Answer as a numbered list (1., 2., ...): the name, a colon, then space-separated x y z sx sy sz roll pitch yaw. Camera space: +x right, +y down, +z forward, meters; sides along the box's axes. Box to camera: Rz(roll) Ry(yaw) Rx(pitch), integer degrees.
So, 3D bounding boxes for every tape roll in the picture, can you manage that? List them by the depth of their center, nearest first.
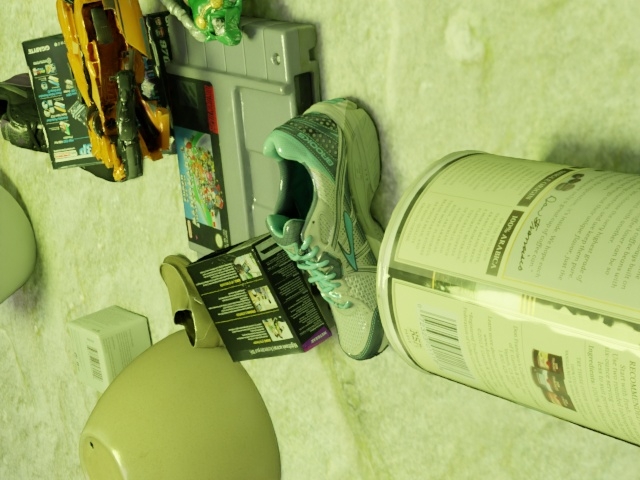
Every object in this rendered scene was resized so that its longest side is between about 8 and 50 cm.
1. tape roll: -0.623 0.022 1.846 0.246 0.169 0.246 10 119 18

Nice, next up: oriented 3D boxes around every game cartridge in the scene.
1. game cartridge: -0.085 -0.082 1.288 0.230 0.068 0.355 16 119 42

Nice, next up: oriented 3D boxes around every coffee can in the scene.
1. coffee can: 0.208 0.042 0.856 0.275 0.201 0.201 15 118 48

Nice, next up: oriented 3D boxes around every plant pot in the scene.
1. plant pot: -0.217 0.286 1.523 0.284 0.191 0.284 26 125 43

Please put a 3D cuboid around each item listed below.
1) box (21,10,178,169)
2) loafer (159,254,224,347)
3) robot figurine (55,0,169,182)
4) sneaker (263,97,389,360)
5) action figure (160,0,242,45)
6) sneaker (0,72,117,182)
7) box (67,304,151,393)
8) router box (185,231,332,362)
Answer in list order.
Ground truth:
1. box: -0.270 -0.188 1.414 0.220 0.051 0.175 -5 104 32
2. loafer: -0.180 0.084 1.491 0.148 0.050 0.056 54 141 19
3. robot figurine: -0.241 -0.211 1.273 0.211 0.085 0.291 -149 46 -62
4. sneaker: 0.000 0.000 1.164 0.110 0.122 0.283 5 111 50
5. action figure: -0.146 -0.292 1.213 0.137 0.063 0.232 -52 58 26
6. sneaker: -0.380 -0.148 1.568 0.283 0.124 0.107 35 132 37
7. box: -0.315 0.165 1.671 0.102 0.087 0.101 15 118 48
8. router box: -0.075 0.068 1.265 0.179 0.046 0.133 -16 102 58
